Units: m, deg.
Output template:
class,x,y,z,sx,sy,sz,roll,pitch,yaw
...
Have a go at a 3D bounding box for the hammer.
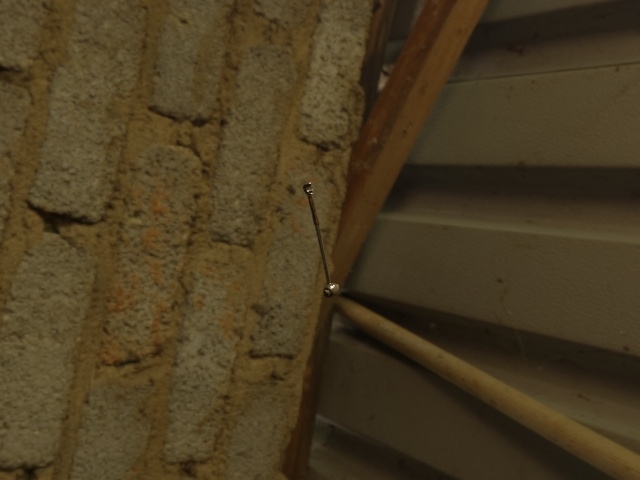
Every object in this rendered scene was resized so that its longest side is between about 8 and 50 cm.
class,x,y,z,sx,sy,sz,roll,pitch,yaw
hammer,0.000,0.000,0.699,0.014,0.029,0.123,-9,-84,27
